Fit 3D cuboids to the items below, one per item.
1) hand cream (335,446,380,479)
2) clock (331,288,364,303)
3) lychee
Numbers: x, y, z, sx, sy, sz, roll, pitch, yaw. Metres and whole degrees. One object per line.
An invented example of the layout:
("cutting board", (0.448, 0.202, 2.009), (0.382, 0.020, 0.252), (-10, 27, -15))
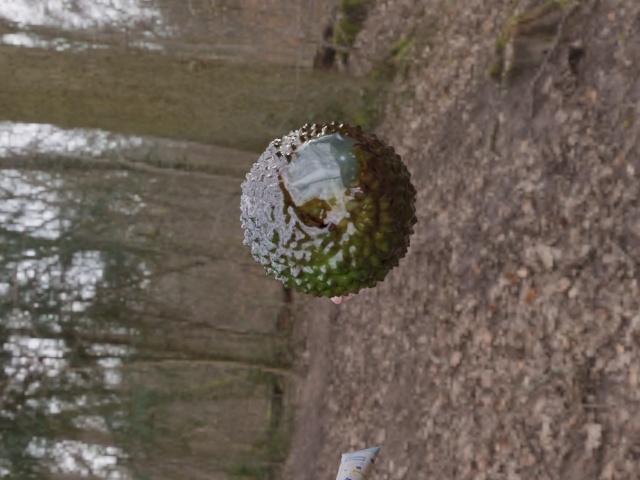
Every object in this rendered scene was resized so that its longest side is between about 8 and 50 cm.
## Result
("hand cream", (0.045, 0.352, 1.289), (0.170, 0.065, 0.043), (-56, -51, -67))
("clock", (0.000, 0.000, 1.362), (0.162, 0.093, 0.166), (23, 133, 46))
("lychee", (0.010, -0.024, 0.780), (0.171, 0.171, 0.171), (2, -90, -88))
